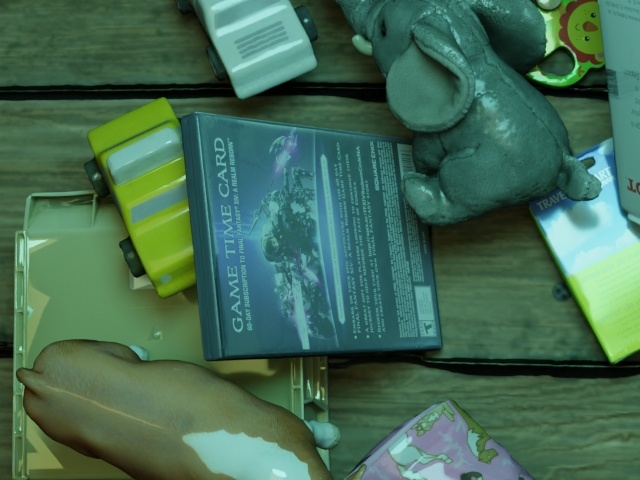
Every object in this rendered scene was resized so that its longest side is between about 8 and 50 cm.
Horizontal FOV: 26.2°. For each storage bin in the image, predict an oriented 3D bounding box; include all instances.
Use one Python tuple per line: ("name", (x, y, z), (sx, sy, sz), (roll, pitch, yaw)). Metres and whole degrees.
("storage bin", (-0.132, 0.088, 1.237), (0.262, 0.123, 0.260), (-2, 82, 10))

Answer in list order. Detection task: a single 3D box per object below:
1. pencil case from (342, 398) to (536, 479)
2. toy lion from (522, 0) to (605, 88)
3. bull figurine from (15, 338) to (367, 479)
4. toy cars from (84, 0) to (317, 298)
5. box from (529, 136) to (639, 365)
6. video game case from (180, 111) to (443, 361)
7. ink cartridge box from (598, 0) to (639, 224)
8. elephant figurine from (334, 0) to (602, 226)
("pencil case", (0.169, 0.309, 1.133), (0.167, 0.160, 0.386), (-38, 76, -14))
("toy lion", (0.232, -0.184, 1.256), (0.096, 0.034, 0.100), (22, 87, 4))
("bull figurine", (-0.081, 0.156, 1.060), (0.310, 0.188, 0.101), (25, 88, 12))
("toy cars", (-0.108, -0.140, 1.205), (0.176, 0.087, 0.394), (10, 61, 16))
("box", (0.263, 0.008, 1.217), (0.109, 0.042, 0.178), (-27, 78, 5))
("video game case", (0.000, 0.000, 1.164), (0.026, 0.274, 0.196), (-14, 79, 43))
("ink cartridge box", (0.316, -0.140, 1.066), (0.117, 0.207, 0.283), (-17, 112, -15))
("elephant figurine", (0.107, -0.143, 1.161), (0.186, 0.169, 0.239), (-17, 113, 8))
